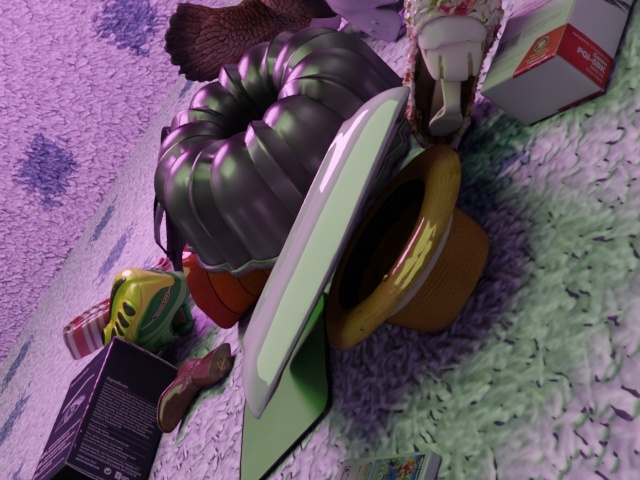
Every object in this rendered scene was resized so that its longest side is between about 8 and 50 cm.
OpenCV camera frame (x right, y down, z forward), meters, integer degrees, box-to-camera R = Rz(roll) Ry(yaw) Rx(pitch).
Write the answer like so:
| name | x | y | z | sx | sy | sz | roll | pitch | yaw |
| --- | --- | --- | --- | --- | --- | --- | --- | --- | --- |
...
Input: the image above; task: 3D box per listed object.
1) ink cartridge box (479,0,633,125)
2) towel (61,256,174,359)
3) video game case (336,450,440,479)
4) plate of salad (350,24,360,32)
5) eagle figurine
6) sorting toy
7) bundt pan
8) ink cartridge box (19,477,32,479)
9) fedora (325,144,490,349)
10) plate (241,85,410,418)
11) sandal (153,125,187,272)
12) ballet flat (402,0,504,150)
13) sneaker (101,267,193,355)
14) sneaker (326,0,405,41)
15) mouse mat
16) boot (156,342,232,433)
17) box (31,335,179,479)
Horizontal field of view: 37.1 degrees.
| name | x | y | z | sx | sy | sz | roll | pitch | yaw |
| --- | --- | --- | --- | --- | --- | --- | --- | --- | --- |
| ink cartridge box | 0.199 | -0.175 | 0.784 | 0.099 | 0.056 | 0.135 | -21 | 42 | 62 |
| towel | -0.311 | 0.109 | 1.478 | 0.197 | 0.029 | 0.144 | -34 | -15 | -19 |
| video game case | 0.037 | 0.199 | 0.694 | 0.122 | 0.011 | 0.087 | -27 | 36 | 57 |
| plate of salad | 0.097 | -0.393 | 1.390 | 0.200 | 0.048 | 0.200 | -50 | 21 | 27 |
| eagle figurine | -0.084 | -0.354 | 1.425 | 0.298 | 0.225 | 0.226 | -75 | -3 | -49 |
| sorting toy | -0.079 | -0.049 | 1.263 | 0.126 | 0.127 | 0.365 | -22 | 36 | 23 |
| bundt pan | -0.060 | -0.123 | 1.096 | 0.331 | 0.124 | 0.331 | -28 | 33 | 21 |
| ink cartridge box | -0.461 | 0.438 | 1.258 | 0.239 | 0.060 | 0.275 | -65 | -24 | 5 |
| fedora | 0.076 | 0.018 | 0.755 | 0.194 | 0.079 | 0.194 | -56 | 13 | 20 |
| plate | 0.000 | 0.000 | 0.839 | 0.277 | 0.045 | 0.278 | -19 | -46 | -86 |
| sandal | -0.257 | -0.062 | 1.590 | 0.097 | 0.054 | 0.255 | -171 | 77 | -67 |
| ballet flat | 0.115 | -0.155 | 0.835 | 0.241 | 0.091 | 0.077 | 79 | -172 | -63 |
| sneaker | -0.249 | 0.137 | 1.387 | 0.295 | 0.123 | 0.109 | 121 | 138 | -54 |
| sneaker | 0.112 | -0.350 | 1.166 | 0.365 | 0.210 | 0.137 | 17 | 75 | 35 |
| mouse mat | -0.037 | 0.152 | 0.960 | 0.152 | 0.007 | 0.190 | -50 | 22 | 25 |
| boot | -0.152 | 0.181 | 1.169 | 0.114 | 0.037 | 0.106 | -25 | 40 | 51 |
| box | -0.290 | 0.259 | 1.275 | 0.153 | 0.108 | 0.207 | -42 | 25 | 41 |
